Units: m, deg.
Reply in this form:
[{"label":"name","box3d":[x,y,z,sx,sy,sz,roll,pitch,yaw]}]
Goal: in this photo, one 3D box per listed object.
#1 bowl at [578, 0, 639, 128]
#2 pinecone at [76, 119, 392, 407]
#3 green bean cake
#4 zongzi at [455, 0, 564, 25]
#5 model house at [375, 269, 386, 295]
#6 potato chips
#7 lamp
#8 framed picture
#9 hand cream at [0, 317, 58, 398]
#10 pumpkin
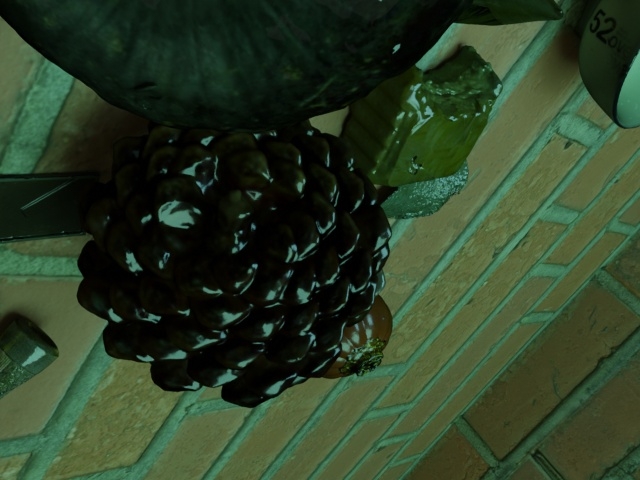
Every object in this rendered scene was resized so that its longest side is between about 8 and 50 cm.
[{"label":"bowl","box3d":[0.624,-0.410,1.310,0.354,0.185,0.353,-27,147,-20]},{"label":"pinecone","box3d":[-0.118,0.023,0.909,0.398,0.397,0.397,-27,147,-20]},{"label":"green bean cake","box3d":[0.171,-0.207,1.150,0.236,0.124,0.232,-13,140,-36]},{"label":"zongzi","box3d":[0.114,-0.314,0.807,0.251,0.274,0.125,-12,132,-38]},{"label":"model house","box3d":[-0.004,0.001,1.146,0.123,0.229,0.188,-18,178,-26]},{"label":"potato chips","box3d":[0.200,-0.107,1.376,0.228,0.059,0.167,-44,139,7]},{"label":"lamp","box3d":[0.050,0.196,1.467,0.223,0.196,0.223,-27,146,-20]},{"label":"framed picture","box3d":[-0.369,-0.042,0.897,0.149,0.011,0.109,-8,137,-42]},{"label":"hand cream","box3d":[-0.482,0.208,0.997,0.203,0.084,0.084,-45,150,-10]},{"label":"pumpkin","box3d":[-0.070,-0.303,0.526,0.455,0.343,0.454,1,129,1]}]
